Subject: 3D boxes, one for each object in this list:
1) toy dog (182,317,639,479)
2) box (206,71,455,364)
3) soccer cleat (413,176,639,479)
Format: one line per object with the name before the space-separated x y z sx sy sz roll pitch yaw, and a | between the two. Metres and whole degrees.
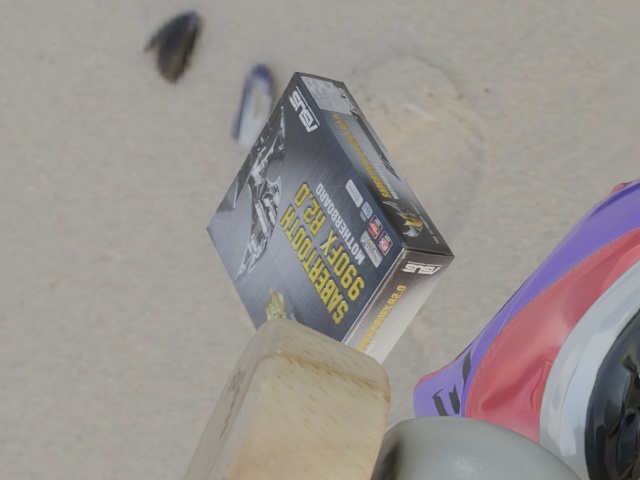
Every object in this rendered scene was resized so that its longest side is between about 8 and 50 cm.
toy dog | -0.007 0.176 0.439 0.220 0.161 0.334 43 84 1
box | 0.000 0.000 1.341 0.183 0.056 0.231 -57 42 29
soccer cleat | 0.165 -0.015 0.581 0.116 0.318 0.109 5 129 55
